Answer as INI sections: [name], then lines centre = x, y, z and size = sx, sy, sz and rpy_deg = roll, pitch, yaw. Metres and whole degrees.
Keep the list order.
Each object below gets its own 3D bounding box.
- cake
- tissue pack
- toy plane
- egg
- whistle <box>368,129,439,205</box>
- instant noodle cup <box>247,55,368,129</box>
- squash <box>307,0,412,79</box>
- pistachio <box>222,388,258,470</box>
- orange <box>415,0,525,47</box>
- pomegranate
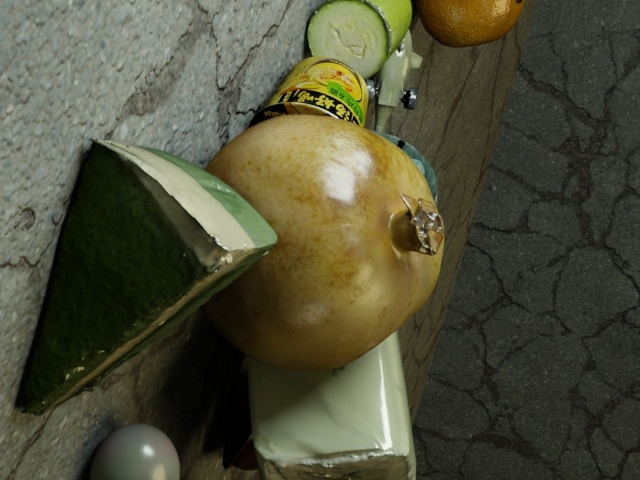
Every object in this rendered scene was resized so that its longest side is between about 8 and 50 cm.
[cake]
centre = -0.164, 0.064, 0.967
size = 0.283, 0.172, 0.158
rpy_deg = -70, 162, 7
[tissue pack]
centre = 0.012, 0.189, 1.377
size = 0.297, 0.207, 0.380
rpy_deg = 82, 2, -53
[toy plane]
centre = 0.108, -0.226, 1.674
size = 0.108, 0.092, 0.286
rpy_deg = -95, -167, -64
[egg]
centre = -0.216, 0.276, 1.150
size = 0.103, 0.103, 0.135
rpy_deg = -42, 148, -59
[whistle]
centre = 0.073, -0.007, 1.610
size = 0.405, 0.188, 0.168
rpy_deg = 88, 26, -52
[instant noodle cup]
centre = -0.006, -0.158, 1.277
size = 0.151, 0.151, 0.122
rpy_deg = 88, 16, -52
[squash]
centre = 0.066, -0.309, 1.373
size = 0.187, 0.123, 0.123
rpy_deg = -57, 160, -51
[pistachio]
centre = -0.083, 0.296, 1.571
size = 0.210, 0.130, 0.165
rpy_deg = -36, 146, -49
[orange]
centre = 0.260, -0.437, 1.714
size = 0.206, 0.206, 0.206
rpy_deg = 20, 90, -74
[pomegranate]
centre = 0.000, 0.000, 1.137
size = 0.319, 0.319, 0.319
rpy_deg = 20, 90, -74
